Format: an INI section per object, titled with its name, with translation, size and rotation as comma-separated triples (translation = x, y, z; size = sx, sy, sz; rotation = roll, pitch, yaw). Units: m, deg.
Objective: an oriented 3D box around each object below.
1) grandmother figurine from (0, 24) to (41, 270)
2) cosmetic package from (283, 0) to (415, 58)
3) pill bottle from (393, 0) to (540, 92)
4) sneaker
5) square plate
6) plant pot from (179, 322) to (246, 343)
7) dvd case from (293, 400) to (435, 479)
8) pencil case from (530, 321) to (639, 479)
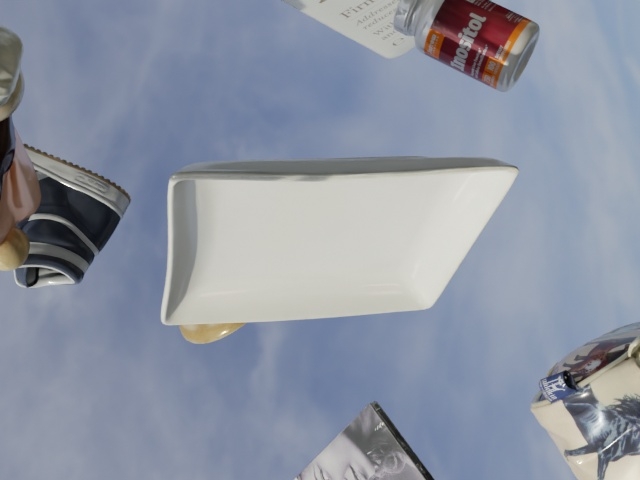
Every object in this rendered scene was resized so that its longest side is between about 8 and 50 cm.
[grandmother figurine]
translation = -0.323, -0.099, 0.950
size = 0.104, 0.342, 0.208
rotation = -13, -107, -20
[cosmetic package]
translation = 0.075, -0.481, 1.204
size = 0.393, 0.329, 0.327
rotation = 12, -123, -55
[pill bottle]
translation = 0.163, -0.236, 1.110
size = 0.086, 0.152, 0.086
rotation = -54, -17, -24
[sneaker]
translation = -0.391, -0.040, 1.200
size = 0.099, 0.282, 0.153
rotation = 102, -170, -71
[square plate]
translation = 0.000, 0.000, 1.080
size = 0.347, 0.344, 0.049
rotation = 110, 155, -60
[plant pot]
translation = -0.144, 0.062, 1.573
size = 0.032, 0.236, 0.236
rotation = 48, -142, -28
[dvd case]
translation = 0.060, 0.329, 1.264
size = 0.018, 0.221, 0.164
rotation = -20, -115, -45
[pencil case]
translation = 0.381, 0.280, 0.985
size = 0.410, 0.160, 0.183
rotation = 58, 167, 10
